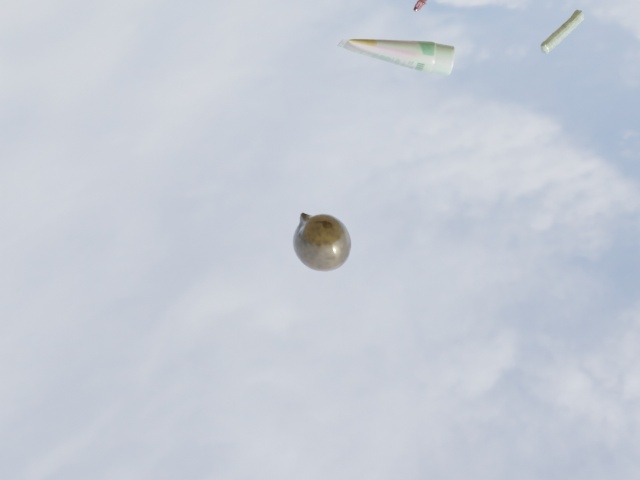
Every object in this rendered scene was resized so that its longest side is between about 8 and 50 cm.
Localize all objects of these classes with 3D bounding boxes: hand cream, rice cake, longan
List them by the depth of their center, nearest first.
[{"bbox_3d":[0.115,-0.286,1.388,0.174,0.047,0.076,8,-176,-5],"label":"hand cream"},{"bbox_3d":[0.000,0.000,1.533,0.113,0.113,0.092,26,-121,40],"label":"longan"},{"bbox_3d":[0.481,-0.415,1.822,0.121,0.022,0.022,-44,-142,-15],"label":"rice cake"}]

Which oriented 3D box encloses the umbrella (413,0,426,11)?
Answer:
[{"bbox_3d":[0.229,-0.500,1.736,0.165,0.025,0.027,-53,-153,-2],"label":"umbrella"}]
